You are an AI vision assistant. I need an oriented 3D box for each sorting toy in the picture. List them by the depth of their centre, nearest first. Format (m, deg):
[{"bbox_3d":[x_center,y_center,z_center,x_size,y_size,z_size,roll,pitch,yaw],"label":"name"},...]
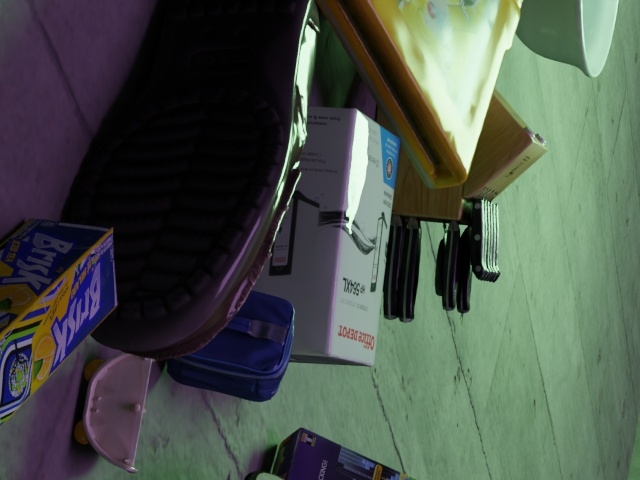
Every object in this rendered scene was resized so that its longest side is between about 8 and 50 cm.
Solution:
[{"bbox_3d":[-0.132,0.117,1.316,0.075,0.045,0.083,62,35,-72],"label":"sorting toy"}]

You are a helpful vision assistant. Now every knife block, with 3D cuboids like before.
[{"bbox_3d":[0.090,-0.065,1.938,0.275,0.242,0.088,51,10,13],"label":"knife block"}]

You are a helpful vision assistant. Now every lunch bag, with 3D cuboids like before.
[{"bbox_3d":[-0.069,0.068,1.414,0.065,0.098,0.067,101,1,-60],"label":"lunch bag"}]

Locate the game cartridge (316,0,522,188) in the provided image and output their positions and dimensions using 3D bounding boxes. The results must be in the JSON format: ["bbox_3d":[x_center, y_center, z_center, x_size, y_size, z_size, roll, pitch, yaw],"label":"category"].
[{"bbox_3d":[0.096,-0.256,1.782,0.285,0.053,0.323,57,39,-34],"label":"game cartridge"}]

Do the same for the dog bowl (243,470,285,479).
[{"bbox_3d":[0.039,0.363,1.408,0.150,0.408,0.408,-43,159,3],"label":"dog bowl"}]

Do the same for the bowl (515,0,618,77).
[{"bbox_3d":[0.274,-0.345,2.331,0.298,0.134,0.297,4,90,-73],"label":"bowl"}]

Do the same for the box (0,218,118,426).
[{"bbox_3d":[-0.175,0.045,1.120,0.169,0.059,0.054,-52,145,-60],"label":"box"}]

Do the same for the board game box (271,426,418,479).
[{"bbox_3d":[0.015,0.264,1.659,0.048,0.141,0.170,-41,-152,53],"label":"board game box"}]

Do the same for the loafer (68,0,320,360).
[{"bbox_3d":[-0.062,-0.052,1.330,0.130,0.134,0.366,76,26,-46],"label":"loafer"}]

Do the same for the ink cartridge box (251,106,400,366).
[{"bbox_3d":[0.000,0.000,1.625,0.148,0.086,0.203,22,72,-72],"label":"ink cartridge box"}]
